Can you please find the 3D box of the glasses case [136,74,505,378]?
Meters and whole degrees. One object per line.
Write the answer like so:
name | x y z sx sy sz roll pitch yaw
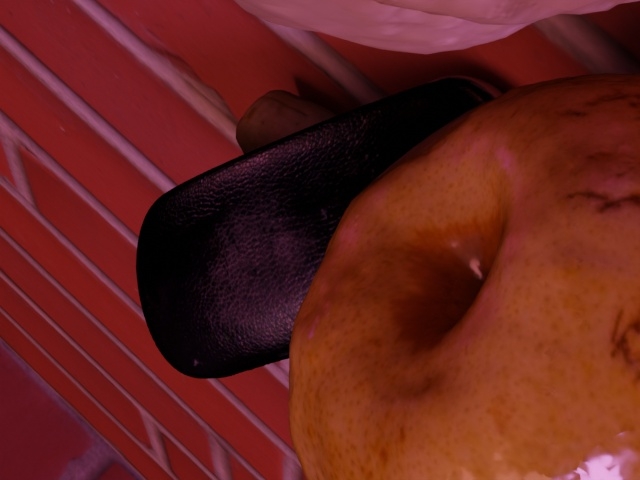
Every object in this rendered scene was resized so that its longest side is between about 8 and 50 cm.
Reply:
glasses case | 0.000 0.000 0.990 0.314 0.075 0.122 -21 82 46

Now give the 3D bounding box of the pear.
pear | 0.125 0.064 0.738 0.271 0.271 0.271 41 162 17

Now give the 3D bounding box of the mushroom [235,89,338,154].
mushroom | 0.067 0.017 1.046 0.312 0.081 0.100 41 149 31

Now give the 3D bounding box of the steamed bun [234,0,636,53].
steamed bun | 0.029 -0.216 0.362 0.325 0.230 0.372 -89 -26 -44
